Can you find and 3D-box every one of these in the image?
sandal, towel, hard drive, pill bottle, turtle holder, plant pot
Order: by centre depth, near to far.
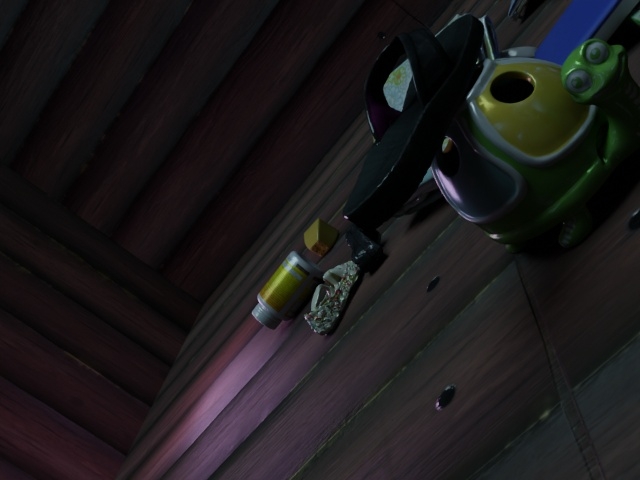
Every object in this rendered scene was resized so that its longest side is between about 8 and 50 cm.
[{"bbox_3d":[0.274,-0.126,0.949,0.243,0.227,0.320,-52,10,3],"label":"turtle holder"},{"bbox_3d":[0.116,-0.199,0.950,0.167,0.107,0.445,-43,14,44],"label":"sandal"},{"bbox_3d":[0.479,-0.398,1.250,0.318,0.040,0.210,120,172,-46],"label":"hard drive"},{"bbox_3d":[0.240,-0.255,1.512,0.374,0.090,0.320,-32,54,50],"label":"towel"},{"bbox_3d":[-0.096,0.143,2.004,0.215,0.117,0.117,-52,10,6],"label":"pill bottle"},{"bbox_3d":[0.000,0.000,2.182,0.081,0.081,0.083,-46,22,33],"label":"plant pot"}]

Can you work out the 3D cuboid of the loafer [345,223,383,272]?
[{"bbox_3d":[0.111,0.004,1.693,0.078,0.076,0.223,-45,16,12],"label":"loafer"}]

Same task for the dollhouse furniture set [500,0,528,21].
[{"bbox_3d":[0.502,-0.728,1.883,0.303,0.198,0.286,111,-177,-48],"label":"dollhouse furniture set"}]

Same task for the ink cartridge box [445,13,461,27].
[{"bbox_3d":[0.299,-0.416,1.877,0.306,0.131,0.226,-45,13,31],"label":"ink cartridge box"}]

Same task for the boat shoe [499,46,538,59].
[{"bbox_3d":[0.345,-0.283,1.555,0.341,0.127,0.158,-22,61,50],"label":"boat shoe"}]

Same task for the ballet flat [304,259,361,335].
[{"bbox_3d":[0.033,0.113,1.649,0.091,0.077,0.241,-44,13,46],"label":"ballet flat"}]

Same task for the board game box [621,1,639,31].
[{"bbox_3d":[0.573,-0.410,1.085,0.213,0.046,0.317,-50,11,21],"label":"board game box"}]
